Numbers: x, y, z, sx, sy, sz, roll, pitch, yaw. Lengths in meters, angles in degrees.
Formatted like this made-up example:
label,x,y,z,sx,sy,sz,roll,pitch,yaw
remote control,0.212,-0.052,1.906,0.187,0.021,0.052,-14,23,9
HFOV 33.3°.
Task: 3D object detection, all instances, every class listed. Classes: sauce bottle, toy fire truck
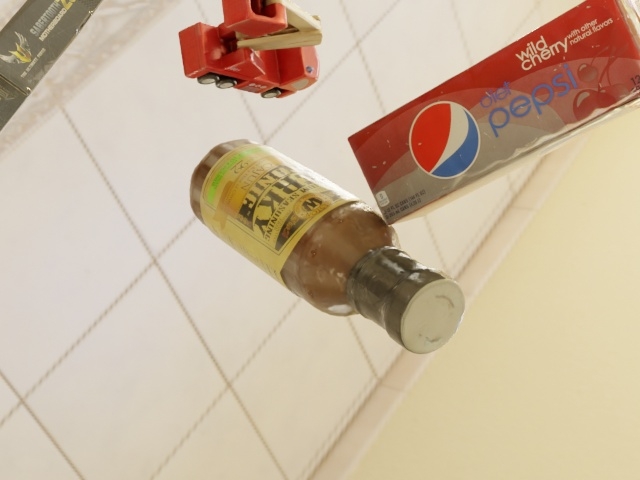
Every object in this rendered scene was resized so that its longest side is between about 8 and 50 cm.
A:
label,x,y,z,sx,sy,sz,roll,pitch,yaw
sauce bottle,0.000,0.000,0.999,0.111,0.344,0.111,-17,120,-32
toy fire truck,-0.047,-0.174,0.929,0.192,0.135,0.047,4,74,-52

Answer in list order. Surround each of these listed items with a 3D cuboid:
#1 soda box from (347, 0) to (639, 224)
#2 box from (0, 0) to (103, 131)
label,x,y,z,sx,sy,sz,roll,pitch,yaw
soda box,0.158,-0.108,0.907,0.083,0.263,0.092,-13,78,-58
box,-0.292,-0.181,1.054,0.059,0.183,0.232,38,47,-16
